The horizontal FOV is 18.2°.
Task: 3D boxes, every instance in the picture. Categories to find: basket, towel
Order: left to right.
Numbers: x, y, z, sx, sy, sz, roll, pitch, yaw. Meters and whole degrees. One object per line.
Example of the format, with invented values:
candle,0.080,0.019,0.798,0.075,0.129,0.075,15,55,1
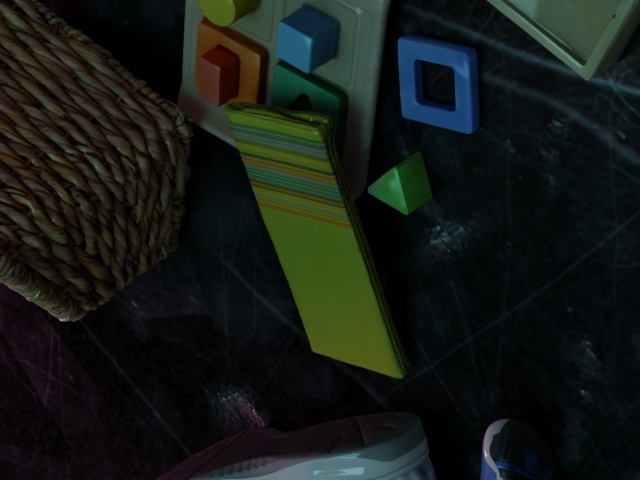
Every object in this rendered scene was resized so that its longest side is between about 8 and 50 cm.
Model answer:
basket,-0.283,-0.056,1.592,0.299,0.223,0.213,37,143,18
towel,0.000,0.000,1.504,0.102,0.021,0.237,16,137,42

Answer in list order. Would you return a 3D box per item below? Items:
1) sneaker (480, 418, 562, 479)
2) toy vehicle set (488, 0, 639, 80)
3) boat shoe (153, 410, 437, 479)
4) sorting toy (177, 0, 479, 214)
sneaker,0.140,0.230,1.501,0.081,0.080,0.211,7,118,36
toy vehicle set,0.113,-0.246,1.272,0.267,0.035,0.166,42,136,15
boat shoe,-0.034,0.213,1.627,0.320,0.118,0.103,-15,99,39
sorting toy,-0.039,-0.138,1.466,0.348,0.047,0.196,30,131,26
